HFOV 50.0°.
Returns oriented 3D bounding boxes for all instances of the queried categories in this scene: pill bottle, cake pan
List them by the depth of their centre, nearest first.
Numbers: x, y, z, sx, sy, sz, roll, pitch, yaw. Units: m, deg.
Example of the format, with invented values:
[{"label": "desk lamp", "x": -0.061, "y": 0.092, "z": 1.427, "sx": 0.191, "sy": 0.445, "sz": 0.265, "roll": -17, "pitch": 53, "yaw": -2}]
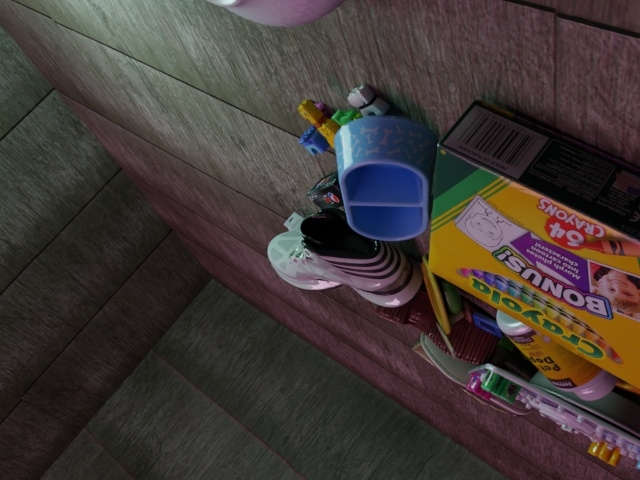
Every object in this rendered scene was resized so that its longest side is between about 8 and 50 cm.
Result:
[{"label": "pill bottle", "x": 0.400, "y": 0.169, "z": 1.141, "sx": 0.215, "sy": 0.117, "sz": 0.117, "roll": 44, "pitch": 163, "yaw": -17}, {"label": "cake pan", "x": 0.548, "y": 0.332, "z": 1.361, "sx": 0.293, "sy": 0.054, "sz": 0.293, "roll": 27, "pitch": 171, "yaw": 4}]

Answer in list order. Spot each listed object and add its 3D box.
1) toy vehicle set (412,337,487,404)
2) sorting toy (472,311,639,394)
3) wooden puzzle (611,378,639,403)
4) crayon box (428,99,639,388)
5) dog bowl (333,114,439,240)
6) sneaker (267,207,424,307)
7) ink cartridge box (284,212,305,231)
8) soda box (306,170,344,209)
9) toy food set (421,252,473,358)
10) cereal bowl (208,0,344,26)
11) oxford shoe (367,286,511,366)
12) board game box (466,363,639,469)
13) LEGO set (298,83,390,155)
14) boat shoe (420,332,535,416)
[{"label": "toy vehicle set", "x": 0.390, "y": 0.364, "z": 1.937, "sx": 0.267, "sy": 0.035, "sz": 0.166, "roll": 38, "pitch": 164, "yaw": 5}, {"label": "sorting toy", "x": 0.463, "y": 0.212, "z": 1.336, "sx": 0.347, "sy": 0.047, "sz": 0.196, "roll": 21, "pitch": 160, "yaw": 43}, {"label": "wooden puzzle", "x": 0.592, "y": 0.283, "z": 1.307, "sx": 0.078, "sy": 0.014, "sz": 0.116, "roll": 50, "pitch": 161, "yaw": -19}, {"label": "crayon box", "x": 0.328, "y": 0.016, "z": 0.928, "sx": 0.363, "sy": 0.106, "sz": 0.313, "roll": 31, "pitch": 154, "yaw": 23}, {"label": "dog bowl", "x": 0.109, "y": -0.088, "z": 1.123, "sx": 0.166, "sy": 0.074, "sz": 0.297, "roll": 2, "pitch": 154, "yaw": 9}, {"label": "sneaker", "x": 0.001, "y": -0.001, "z": 1.551, "sx": 0.447, "sy": 0.169, "sz": 0.257, "roll": 11, "pitch": 154, "yaw": 43}, {"label": "ink cartridge box", "x": -0.051, "y": -0.031, "z": 1.822, "sx": 0.083, "sy": 0.048, "sz": 0.028, "roll": 37, "pitch": 164, "yaw": 12}, {"label": "soda box", "x": 0.032, "y": -0.105, "z": 1.426, "sx": 0.060, "sy": 0.053, "sz": 0.169, "roll": 42, "pitch": 165, "yaw": -12}, {"label": "toy food set", "x": 0.271, "y": 0.120, "z": 1.432, "sx": 0.128, "sy": 0.071, "sz": 0.218, "roll": -109, "pitch": 0, "yaw": -65}, {"label": "cereal bowl", "x": -0.109, "y": -0.387, "z": 0.816, "sx": 0.339, "sy": 0.141, "sz": 0.339, "roll": 35, "pitch": 163, "yaw": 12}, {"label": "oxford shoe", "x": 0.284, "y": 0.174, "z": 1.584, "sx": 0.348, "sy": 0.123, "sz": 0.130, "roll": 29, "pitch": -168, "yaw": 21}, {"label": "board game box", "x": 0.499, "y": 0.378, "z": 1.439, "sx": 0.390, "sy": 0.050, "sz": 0.390, "roll": 26, "pitch": 172, "yaw": 12}, {"label": "LEGO set", "x": 0.007, "y": -0.207, "z": 1.143, "sx": 0.093, "sy": 0.087, "sz": 0.227, "roll": 44, "pitch": 162, "yaw": -18}, {"label": "boat shoe", "x": 0.385, "y": 0.330, "z": 1.720, "sx": 0.324, "sy": 0.116, "sz": 0.097, "roll": 32, "pitch": 160, "yaw": 6}]
